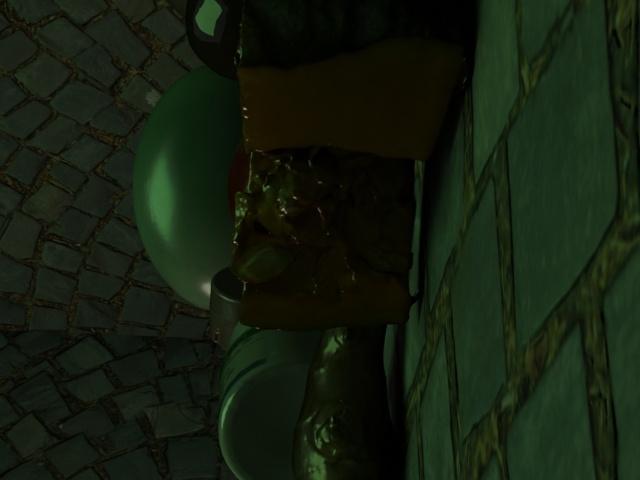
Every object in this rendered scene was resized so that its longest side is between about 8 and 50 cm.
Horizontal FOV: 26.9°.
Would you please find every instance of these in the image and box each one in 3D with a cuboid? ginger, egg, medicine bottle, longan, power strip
[{"bbox_3d":[0.024,0.126,1.011,0.148,0.081,0.334,-8,-78,-78],"label":"ginger"},{"bbox_3d":[-0.147,-0.084,2.027,0.276,0.276,0.389,107,162,-73],"label":"egg"},{"bbox_3d":[-0.033,0.144,1.296,0.237,0.139,0.139,-110,23,-74],"label":"medicine bottle"},{"bbox_3d":[-0.056,-0.272,1.535,0.212,0.198,0.198,-71,-13,-61],"label":"longan"},{"bbox_3d":[-0.060,0.082,1.644,0.154,0.154,0.078,-99,10,-70],"label":"power strip"}]

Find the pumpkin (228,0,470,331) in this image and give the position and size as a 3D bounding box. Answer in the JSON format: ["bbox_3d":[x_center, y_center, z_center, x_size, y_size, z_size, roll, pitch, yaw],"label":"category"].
[{"bbox_3d":[0.013,-0.071,0.844,0.190,0.139,0.281,-135,47,-85],"label":"pumpkin"}]

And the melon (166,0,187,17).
[{"bbox_3d":[-0.106,-0.435,1.777,0.330,0.268,0.269,108,165,-55],"label":"melon"}]

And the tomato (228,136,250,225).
[{"bbox_3d":[-0.032,-0.086,1.267,0.174,0.082,0.166,-48,-4,-13],"label":"tomato"}]
